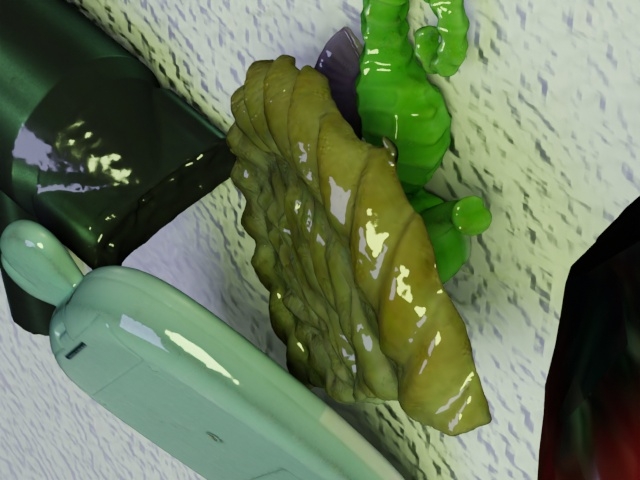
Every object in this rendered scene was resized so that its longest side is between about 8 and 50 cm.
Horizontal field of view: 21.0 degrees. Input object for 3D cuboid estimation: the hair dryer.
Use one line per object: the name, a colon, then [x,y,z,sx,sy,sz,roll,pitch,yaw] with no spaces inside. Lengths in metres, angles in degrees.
hair dryer: [-0.163,-0.018,1.094,0.244,0.116,0.302,41,151,30]

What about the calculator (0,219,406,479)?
calculator: [-0.063,0.091,0.962,0.295,0.042,0.184,38,158,-7]

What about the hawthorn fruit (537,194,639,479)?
hawthorn fruit: [0.202,0.071,0.493,0.316,0.316,0.316,31,134,39]

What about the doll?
doll: [0.043,-0.048,0.828,0.115,0.050,0.190,24,127,49]

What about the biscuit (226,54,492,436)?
biscuit: [0.000,0.000,0.846,0.273,0.036,0.187,170,80,-77]
